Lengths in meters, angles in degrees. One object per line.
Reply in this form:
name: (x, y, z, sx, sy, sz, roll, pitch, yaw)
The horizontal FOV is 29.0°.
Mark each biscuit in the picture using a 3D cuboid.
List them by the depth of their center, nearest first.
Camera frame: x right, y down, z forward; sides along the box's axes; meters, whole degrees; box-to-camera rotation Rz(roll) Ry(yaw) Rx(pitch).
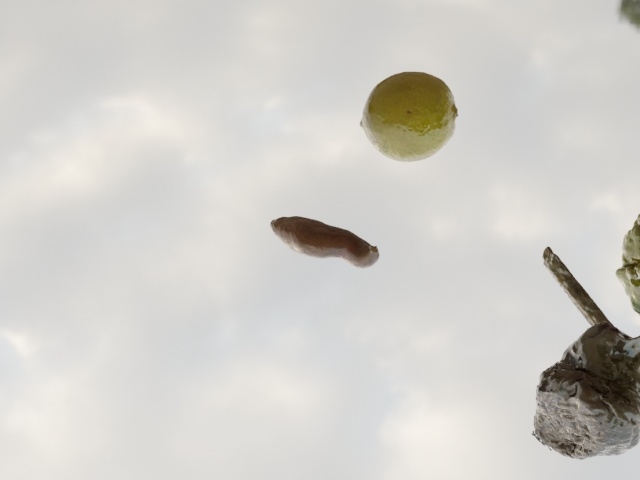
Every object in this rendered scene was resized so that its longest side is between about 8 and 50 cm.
biscuit: (0.468, 0.104, 2.225, 0.031, 0.176, 0.228, -38, -162, 6)

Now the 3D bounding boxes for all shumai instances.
shumai: (0.451, 0.240, 1.946, 0.185, 0.218, 0.184, -37, -119, -22)

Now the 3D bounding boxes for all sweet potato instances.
sweet potato: (0.001, 0.002, 1.707, 0.202, 0.055, 0.058, 18, -124, 35)

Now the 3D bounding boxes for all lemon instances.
lemon: (0.170, -0.242, 2.418, 0.203, 0.178, 0.178, -6, -153, 22)

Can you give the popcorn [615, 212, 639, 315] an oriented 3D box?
popcorn: (0.526, 0.041, 1.708, 0.212, 0.259, 0.259, -35, -147, 6)
